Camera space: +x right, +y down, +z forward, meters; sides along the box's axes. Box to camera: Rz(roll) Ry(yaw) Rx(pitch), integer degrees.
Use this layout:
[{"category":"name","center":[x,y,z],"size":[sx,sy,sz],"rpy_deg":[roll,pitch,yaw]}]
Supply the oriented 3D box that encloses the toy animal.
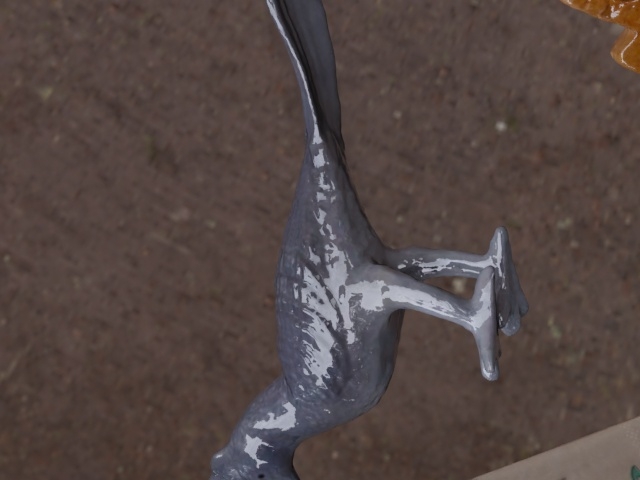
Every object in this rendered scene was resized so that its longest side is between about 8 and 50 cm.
[{"category":"toy animal","center":[0.029,0.024,1.033],"size":[0.206,0.081,0.367],"rpy_deg":[14,106,24]}]

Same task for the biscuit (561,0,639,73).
[{"category":"biscuit","center":[0.367,-0.220,1.487],"size":[0.284,0.043,0.306],"rpy_deg":[-22,119,12]}]

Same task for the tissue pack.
[{"category":"tissue pack","center":[0.277,0.265,1.554],"size":[0.170,0.325,0.071],"rpy_deg":[60,150,25]}]
